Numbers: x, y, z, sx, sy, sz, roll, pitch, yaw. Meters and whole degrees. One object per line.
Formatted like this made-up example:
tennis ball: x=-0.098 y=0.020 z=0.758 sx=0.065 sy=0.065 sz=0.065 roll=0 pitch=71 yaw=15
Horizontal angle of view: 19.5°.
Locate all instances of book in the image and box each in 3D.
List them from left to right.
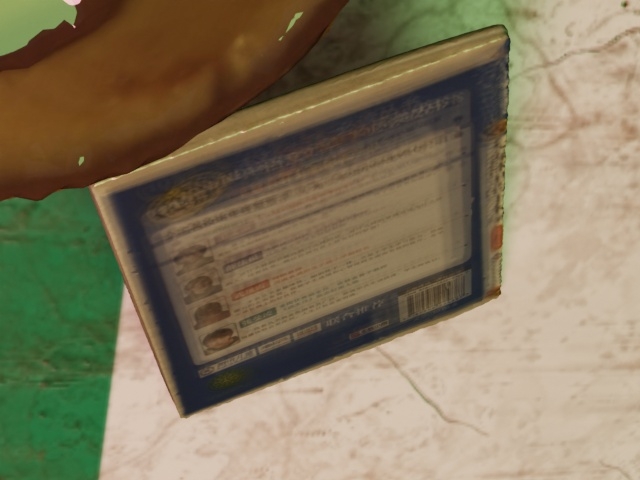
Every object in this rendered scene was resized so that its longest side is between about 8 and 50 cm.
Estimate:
book: x=0.000 y=0.000 z=1.061 sx=0.228 sy=0.018 sz=0.322 roll=-20 pitch=154 yaw=-6

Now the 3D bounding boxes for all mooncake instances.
mooncake: x=-0.145 y=-0.219 z=0.829 sx=0.393 sy=0.246 sz=0.394 roll=-11 pitch=125 yaw=-16
